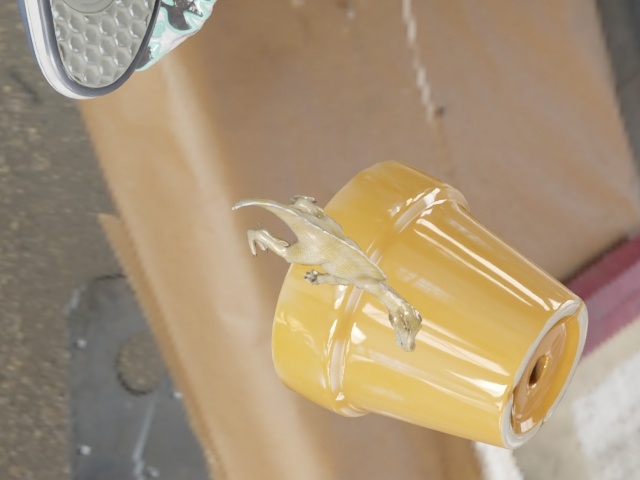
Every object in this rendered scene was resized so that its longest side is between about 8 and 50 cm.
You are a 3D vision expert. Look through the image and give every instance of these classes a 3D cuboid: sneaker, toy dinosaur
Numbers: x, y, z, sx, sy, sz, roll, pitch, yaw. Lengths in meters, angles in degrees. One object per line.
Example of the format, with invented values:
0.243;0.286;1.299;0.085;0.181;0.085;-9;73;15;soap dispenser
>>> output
-0.091;-0.157;1.202;0.038;0.098;0.069;52;41;-8;sneaker
0.000;0.000;1.107;0.183;0.092;0.053;39;79;-36;toy dinosaur
-0.171;-0.178;1.044;0.086;0.163;0.226;4;77;-40;sneaker

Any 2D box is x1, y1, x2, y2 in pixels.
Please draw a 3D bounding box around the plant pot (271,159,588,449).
0.096;0.066;1.404;0.205;0.188;0.205;-41;146;-36;plant pot
